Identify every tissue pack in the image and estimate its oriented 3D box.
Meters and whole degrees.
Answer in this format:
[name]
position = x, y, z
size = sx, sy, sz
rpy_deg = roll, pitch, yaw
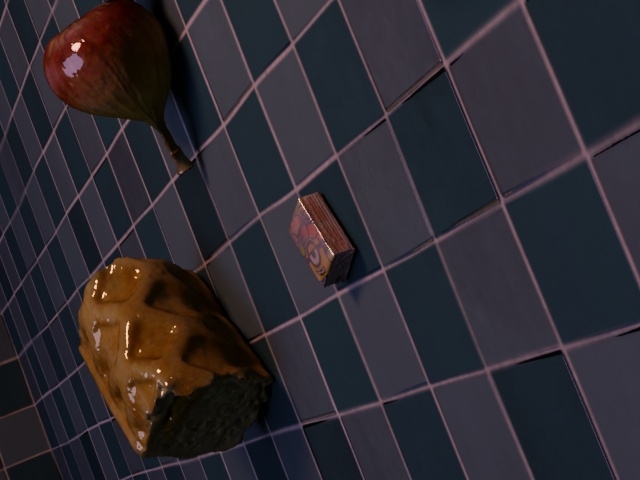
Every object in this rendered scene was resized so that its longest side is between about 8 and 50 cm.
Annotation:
[tissue pack]
position = 0.000, 0.000, 1.310
size = 0.083, 0.035, 0.063
rpy_deg = 56, 152, 28

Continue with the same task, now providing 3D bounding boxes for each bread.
[bread]
position = -0.199, 0.161, 1.657
size = 0.252, 0.196, 0.238
rpy_deg = 52, 146, 30

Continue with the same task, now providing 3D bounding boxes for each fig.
[fig]
position = -0.239, -0.201, 1.575
size = 0.231, 0.160, 0.143
rpy_deg = 42, -162, -33
